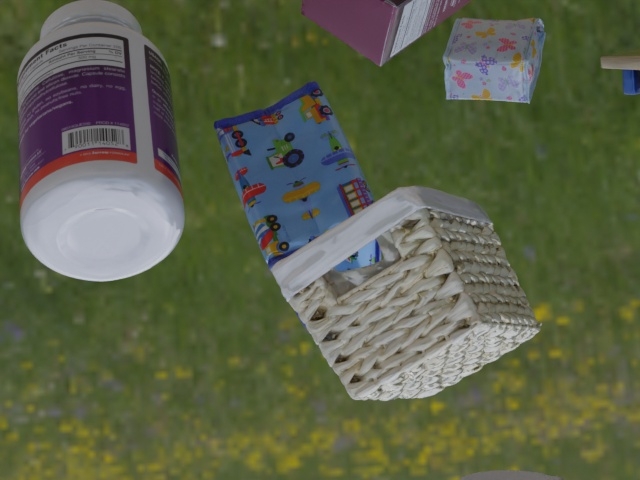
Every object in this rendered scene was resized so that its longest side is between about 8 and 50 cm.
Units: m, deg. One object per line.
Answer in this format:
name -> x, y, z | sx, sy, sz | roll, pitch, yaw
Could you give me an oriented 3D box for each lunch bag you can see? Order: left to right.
lunch bag -> 0.000, 0.000, 2.019 | 0.138, 0.221, 0.293 | -22, 145, -1
lunch bag -> 0.140, -0.148, 1.372 | 0.071, 0.083, 0.053 | 3, 131, 14

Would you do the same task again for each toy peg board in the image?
toy peg board -> 0.462, -0.199, 2.140 | 0.161, 0.079, 0.161 | -15, -165, -35

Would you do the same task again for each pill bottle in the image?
pill bottle -> -0.256, -0.123, 1.978 | 0.182, 0.323, 0.181 | -5, 139, -5

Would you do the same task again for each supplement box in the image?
supplement box -> 0.082, -0.261, 1.652 | 0.188, 0.104, 0.081 | -39, 156, -35

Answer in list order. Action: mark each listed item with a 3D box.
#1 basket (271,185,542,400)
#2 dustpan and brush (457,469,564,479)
basket -> 0.062, 0.039, 1.132 | 0.113, 0.103, 0.167 | -32, 164, 17
dustpan and brush -> 0.165, 0.311, 1.986 | 0.211, 0.060, 0.147 | 11, -154, 10
